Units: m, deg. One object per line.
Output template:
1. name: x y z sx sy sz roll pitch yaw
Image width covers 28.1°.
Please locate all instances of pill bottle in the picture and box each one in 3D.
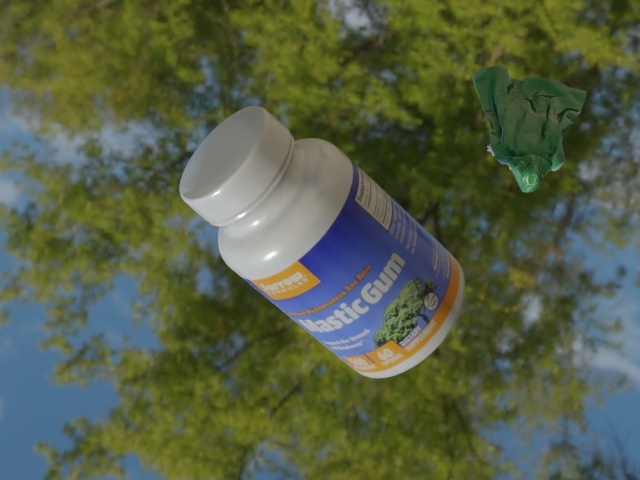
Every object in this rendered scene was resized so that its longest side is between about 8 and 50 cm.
1. pill bottle: 0.000 0.000 1.214 0.272 0.152 0.152 41 -163 -29

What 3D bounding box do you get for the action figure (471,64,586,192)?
1. action figure: 0.231 -0.120 1.428 0.137 0.063 0.232 6 -149 6
